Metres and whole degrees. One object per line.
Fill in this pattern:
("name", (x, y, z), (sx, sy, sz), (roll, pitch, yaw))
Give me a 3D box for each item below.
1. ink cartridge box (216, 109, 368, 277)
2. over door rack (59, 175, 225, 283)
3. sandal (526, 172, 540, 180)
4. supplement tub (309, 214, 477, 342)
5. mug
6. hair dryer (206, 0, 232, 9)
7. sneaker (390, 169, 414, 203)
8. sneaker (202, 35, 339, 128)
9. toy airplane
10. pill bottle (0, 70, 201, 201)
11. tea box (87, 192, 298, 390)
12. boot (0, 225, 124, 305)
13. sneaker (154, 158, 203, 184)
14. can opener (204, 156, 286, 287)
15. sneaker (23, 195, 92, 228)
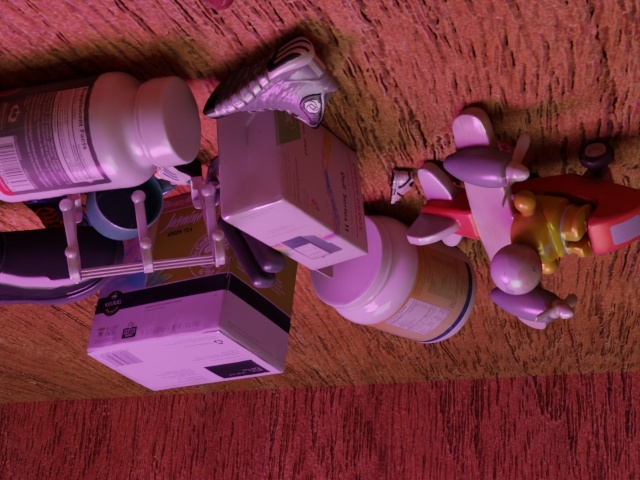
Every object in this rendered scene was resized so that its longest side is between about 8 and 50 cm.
("ink cartridge box", (-0.025, -0.084, 1.652), (0.119, 0.207, 0.353), (-17, 155, 25))
("over door rack", (-0.291, -0.043, 1.585), (0.239, 0.108, 0.324), (-6, -157, -12))
("sandal", (0.415, -0.066, 1.934), (0.097, 0.055, 0.254), (-11, 148, 11))
("supplement tub", (0.152, 0.077, 2.055), (0.228, 0.228, 0.316), (-17, 153, 40))
("mug", (-0.354, -0.064, 1.829), (0.157, 0.130, 0.097), (11, 158, -25))
("hair dryer", (-0.042, -0.339, 1.149), (0.293, 0.080, 0.223), (-16, 155, 38))
("sneaker", (0.153, -0.098, 1.853), (0.043, 0.040, 0.109), (-1, 160, -1))
("sneaker", (-0.065, -0.201, 1.461), (0.228, 0.086, 0.132), (-20, 128, 43))
("toy airplane", (0.326, -0.019, 1.714), (0.386, 0.272, 0.384), (27, 137, -8))
("pill bottle", (-0.352, -0.160, 1.500), (0.318, 0.176, 0.176), (-6, 159, 18))
("tea box", (-0.242, 0.095, 1.945), (0.329, 0.324, 0.220), (-13, 145, 29))
("boot", (-0.602, -0.007, 1.719), (0.367, 0.146, 0.445), (-14, 156, 12))
("sneaker", (-0.272, -0.133, 1.742), (0.075, 0.057, 0.161), (-13, 159, 18))
("can opener", (-0.124, -0.037, 1.728), (0.095, 0.283, 0.076), (3, 133, -41))
("sneaker", (-0.513, -0.043, 1.950), (0.083, 0.087, 0.221), (-6, 159, 16))
